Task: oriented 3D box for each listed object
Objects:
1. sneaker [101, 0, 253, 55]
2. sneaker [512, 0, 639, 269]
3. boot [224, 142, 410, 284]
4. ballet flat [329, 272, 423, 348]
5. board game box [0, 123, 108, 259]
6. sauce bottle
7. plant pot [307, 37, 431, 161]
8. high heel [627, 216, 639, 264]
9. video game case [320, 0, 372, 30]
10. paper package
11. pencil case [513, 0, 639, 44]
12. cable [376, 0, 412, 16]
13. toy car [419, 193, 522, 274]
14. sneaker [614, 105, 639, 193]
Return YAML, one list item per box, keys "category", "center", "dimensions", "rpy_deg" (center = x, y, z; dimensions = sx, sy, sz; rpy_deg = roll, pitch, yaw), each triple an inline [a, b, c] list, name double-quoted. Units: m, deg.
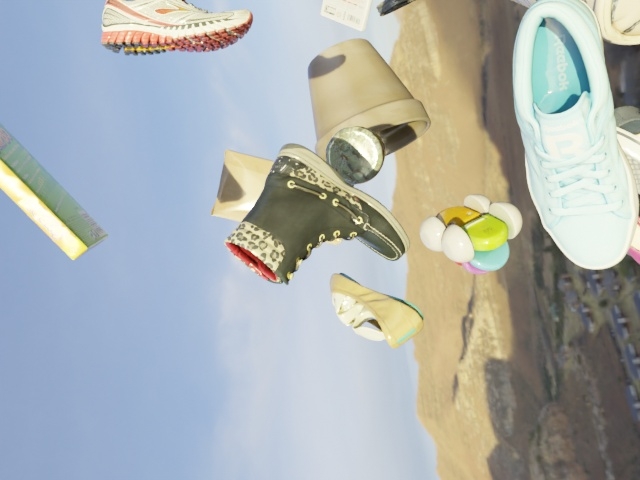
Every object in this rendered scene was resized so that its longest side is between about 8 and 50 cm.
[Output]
- category: "sneaker"
  center: [-0.213, -0.332, 0.853]
  dimensions: [0.088, 0.225, 0.092]
  rpy_deg: [-141, 49, -84]
- category: "sneaker"
  center: [0.309, -0.125, 0.734]
  dimensions: [0.150, 0.135, 0.366]
  rpy_deg: [-25, -80, -53]
- category: "boot"
  center: [-0.002, 0.000, 0.802]
  dimensions: [0.236, 0.085, 0.178]
  rpy_deg: [38, -115, -13]
- category: "ballet flat"
  center: [0.063, 0.106, 0.896]
  dimensions: [0.080, 0.073, 0.232]
  rpy_deg: [52, 163, -25]
- category: "board game box"
  center: [-0.422, -0.086, 0.832]
  dimensions: [0.259, 0.039, 0.124]
  rpy_deg: [51, 180, -11]
- category: "sauce bottle"
  center: [0.080, -0.181, 1.189]
  dimensions: [0.344, 0.111, 0.111]
  rpy_deg: [-59, -43, -76]
- category: "plant pot"
  center: [0.100, -0.377, 1.571]
  dimensions: [0.323, 0.323, 0.280]
  rpy_deg: [1, -114, -77]
- category: "high heel"
  center: [0.586, -0.038, 1.121]
  dimensions: [0.244, 0.082, 0.117]
  rpy_deg: [50, -176, -14]
- category: "video game case"
  center: [0.046, -0.377, 0.834]
  dimensions: [0.011, 0.087, 0.122]
  rpy_deg: [-18, -47, -43]
- category: "paper package"
  center: [-0.088, -0.115, 1.501]
  dimensions: [0.309, 0.325, 0.168]
  rpy_deg: [-77, 1, -84]
- category: "pencil case"
  center: [0.398, -0.427, 0.874]
  dimensions: [0.410, 0.160, 0.183]
  rpy_deg: [-109, 36, -54]
- category: "cable"
  center: [0.253, -0.578, 1.240]
  dimensions: [0.139, 0.287, 0.072]
  rpy_deg: [-46, -63, -49]
- category: "toy car"
  center: [0.297, 0.000, 1.122]
  dimensions: [0.182, 0.159, 0.136]
  rpy_deg: [34, 147, 63]
- category: "sneaker"
  center: [0.498, -0.123, 0.800]
  dimensions: [0.127, 0.321, 0.126]
  rpy_deg: [-55, -26, -1]
